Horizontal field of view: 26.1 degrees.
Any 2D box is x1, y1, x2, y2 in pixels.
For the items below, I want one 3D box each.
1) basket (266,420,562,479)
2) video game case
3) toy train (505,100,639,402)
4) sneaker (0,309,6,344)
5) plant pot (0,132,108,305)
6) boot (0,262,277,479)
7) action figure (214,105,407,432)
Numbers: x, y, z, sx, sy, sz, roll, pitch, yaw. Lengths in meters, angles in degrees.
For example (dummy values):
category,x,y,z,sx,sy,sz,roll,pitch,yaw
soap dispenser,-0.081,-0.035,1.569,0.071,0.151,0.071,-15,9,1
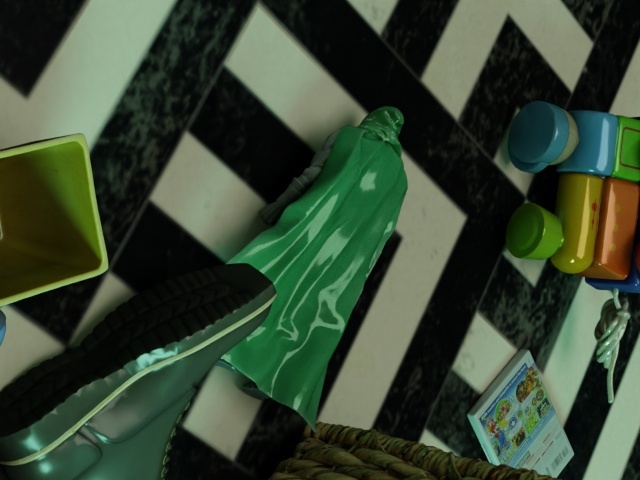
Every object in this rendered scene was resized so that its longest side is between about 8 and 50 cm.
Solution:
category,x,y,z,sx,sy,sz,roll,pitch,yaw
basket,0.066,0.281,0.892,0.223,0.299,0.213,-46,123,-31
video game case,0.174,0.167,1.188,0.087,0.011,0.122,-44,121,-32
toy train,0.216,0.009,1.163,0.143,0.105,0.248,10,86,-33
sneaker,-0.223,0.099,0.776,0.144,0.053,0.059,-53,128,-19
plant pot,-0.182,-0.014,0.782,0.081,0.083,0.081,-19,107,-42
boot,-0.101,0.114,0.872,0.198,0.077,0.137,-30,120,-14
action figure,0.000,0.000,0.973,0.137,0.063,0.232,44,67,-34
